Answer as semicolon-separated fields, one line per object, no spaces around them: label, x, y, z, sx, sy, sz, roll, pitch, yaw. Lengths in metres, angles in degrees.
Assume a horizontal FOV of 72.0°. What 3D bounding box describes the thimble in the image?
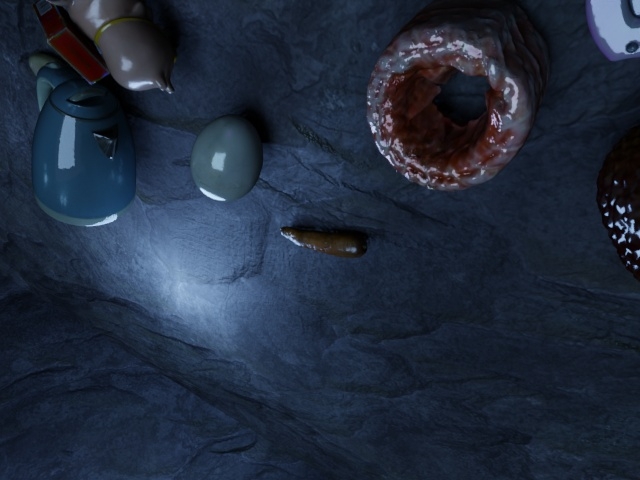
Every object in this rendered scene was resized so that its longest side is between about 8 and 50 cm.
thimble;0.189;-0.206;0.618;0.239;0.162;0.239;23;139;22

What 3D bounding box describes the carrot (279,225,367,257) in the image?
carrot;0.000;0.000;1.039;0.247;0.059;0.059;10;134;32

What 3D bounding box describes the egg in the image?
egg;-0.197;-0.174;0.935;0.151;0.151;0.209;34;140;4

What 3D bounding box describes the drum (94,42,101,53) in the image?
drum;-0.480;-0.512;0.897;0.130;0.049;0.253;11;139;29

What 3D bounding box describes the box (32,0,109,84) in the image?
box;-0.492;-0.399;0.869;0.175;0.048;0.112;52;179;32

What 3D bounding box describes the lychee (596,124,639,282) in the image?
lychee;0.459;-0.045;0.502;0.260;0.261;0.261;20;138;19

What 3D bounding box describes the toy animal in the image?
toy animal;-0.369;-0.390;0.842;0.248;0.149;0.165;47;174;-6

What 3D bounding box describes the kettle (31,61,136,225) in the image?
kettle;-0.612;-0.261;1.105;0.319;0.247;0.342;40;135;13

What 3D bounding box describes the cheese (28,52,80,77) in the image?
cheese;-0.661;-0.428;1.116;0.192;0.037;0.097;11;135;30

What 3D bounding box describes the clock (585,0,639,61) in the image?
clock;0.418;-0.310;0.391;0.338;0.102;0.339;20;137;20
